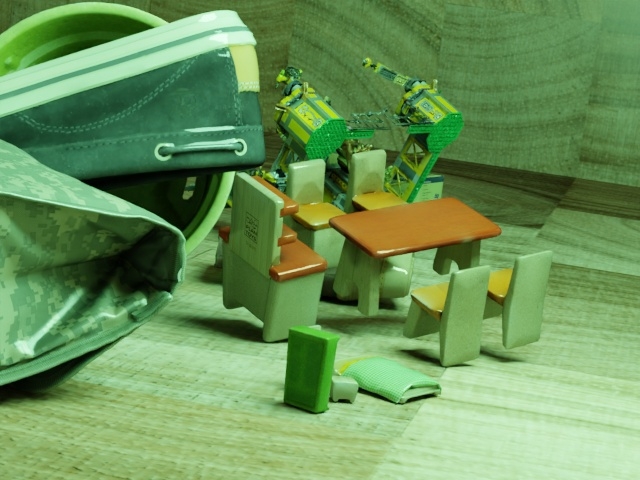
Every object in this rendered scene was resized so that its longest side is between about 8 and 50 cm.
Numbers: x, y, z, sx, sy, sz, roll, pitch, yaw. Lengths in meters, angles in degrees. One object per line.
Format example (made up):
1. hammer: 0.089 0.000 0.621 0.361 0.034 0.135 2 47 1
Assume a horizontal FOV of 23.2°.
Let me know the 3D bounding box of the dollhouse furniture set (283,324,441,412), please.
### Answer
1. dollhouse furniture set: 0.029 0.091 1.206 0.076 0.059 0.151 14 11 36

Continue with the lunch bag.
1. lunch bag: -0.267 0.010 1.123 0.287 0.169 0.235 -5 17 -38

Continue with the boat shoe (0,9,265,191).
1. boat shoe: -0.277 -0.054 1.365 0.500 0.156 0.187 -20 3 -9

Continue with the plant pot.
1. plant pot: -0.213 -0.080 1.589 0.276 0.276 0.254 8 -3 2

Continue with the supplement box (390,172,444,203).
1. supplement box: 0.125 -0.052 2.154 0.056 0.083 0.083 11 9 25

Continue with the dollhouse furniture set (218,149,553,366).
1. dollhouse furniture set: 0.044 -0.004 1.417 0.259 0.135 0.262 -11 30 -33

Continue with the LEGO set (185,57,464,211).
1. LEGO set: -0.004 -0.128 1.958 0.331 0.255 0.192 -15 49 -40

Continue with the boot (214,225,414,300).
1. boot: 0.000 0.000 1.675 0.206 0.090 0.248 10 12 4
